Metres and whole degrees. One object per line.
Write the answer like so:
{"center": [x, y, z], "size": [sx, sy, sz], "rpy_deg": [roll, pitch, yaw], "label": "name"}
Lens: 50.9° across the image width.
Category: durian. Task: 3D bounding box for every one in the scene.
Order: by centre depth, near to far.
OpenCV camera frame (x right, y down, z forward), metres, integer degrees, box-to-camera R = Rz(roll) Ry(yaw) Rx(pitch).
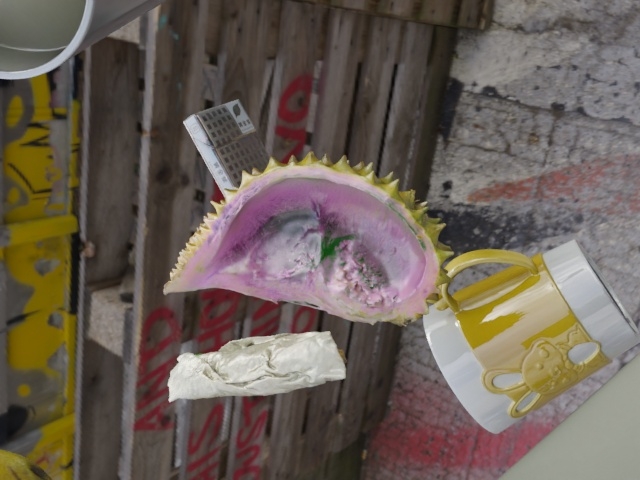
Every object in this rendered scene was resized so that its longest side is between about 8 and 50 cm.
{"center": [0.004, -0.014, 0.683], "size": [0.261, 0.153, 0.186], "rpy_deg": [20, 135, -9], "label": "durian"}

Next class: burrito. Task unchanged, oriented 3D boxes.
{"center": [-0.123, 0.230, 1.243], "size": [0.392, 0.076, 0.117], "rpy_deg": [-14, 53, 29], "label": "burrito"}

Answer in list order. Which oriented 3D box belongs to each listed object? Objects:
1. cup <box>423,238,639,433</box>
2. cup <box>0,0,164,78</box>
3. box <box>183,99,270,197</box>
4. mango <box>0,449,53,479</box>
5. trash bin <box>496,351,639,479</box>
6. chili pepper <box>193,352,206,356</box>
{"center": [0.247, 0.098, 0.841], "size": [0.226, 0.185, 0.241], "rpy_deg": [-33, 116, 20], "label": "cup"}
{"center": [-0.320, -0.365, 0.735], "size": [0.323, 0.327, 0.237], "rpy_deg": [35, 123, -12], "label": "cup"}
{"center": [-0.170, -0.155, 1.539], "size": [0.047, 0.180, 0.325], "rpy_deg": [-23, 98, 33], "label": "box"}
{"center": [-0.303, 0.275, 0.508], "size": [0.167, 0.262, 0.130], "rpy_deg": [30, 123, -9], "label": "mango"}
{"center": [0.216, 0.135, 0.303], "size": [0.250, 0.219, 0.220], "rpy_deg": [-40, 96, 5], "label": "trash bin"}
{"center": [-0.222, 0.248, 1.391], "size": [0.091, 0.030, 0.034], "rpy_deg": [12, 70, 5], "label": "chili pepper"}
